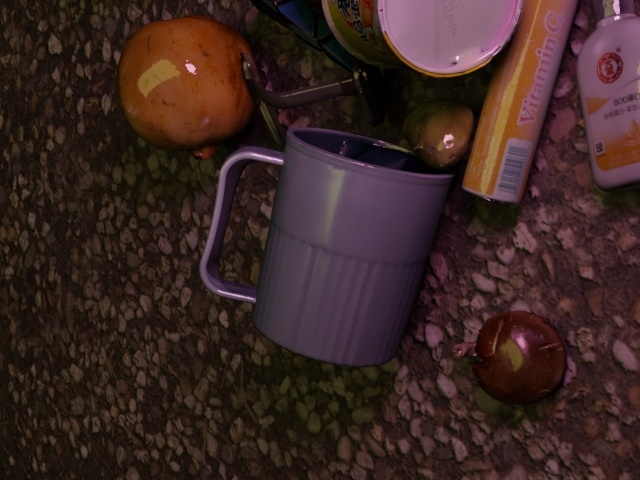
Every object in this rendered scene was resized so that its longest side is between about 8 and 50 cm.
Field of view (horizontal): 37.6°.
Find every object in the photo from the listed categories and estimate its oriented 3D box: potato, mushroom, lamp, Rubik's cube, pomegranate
[{"bbox_3d":[0.177,-0.162,1.410,0.105,0.085,0.188,-51,19,1],"label":"potato"},{"bbox_3d":[0.268,0.167,1.358,0.170,0.080,0.135,0,80,39],"label":"mushroom"},{"bbox_3d":[-0.008,-0.218,1.576,0.283,0.203,0.125,0,45,31],"label":"lamp"},{"bbox_3d":[-0.046,-0.456,1.652,0.234,0.284,0.250,2,65,63],"label":"Rubik's cube"},{"bbox_3d":[-0.240,-0.275,1.702,0.264,0.264,0.265,0,89,42],"label":"pomegranate"}]

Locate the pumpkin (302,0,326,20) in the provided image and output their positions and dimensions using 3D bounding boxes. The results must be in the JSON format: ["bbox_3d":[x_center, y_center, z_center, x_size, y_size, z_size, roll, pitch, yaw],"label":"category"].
[{"bbox_3d":[0.067,-0.491,1.461,0.221,0.139,0.317,28,93,34],"label":"pumpkin"}]

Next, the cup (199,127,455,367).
[{"bbox_3d":[0.012,0.007,1.431,0.257,0.331,0.311,37,118,56],"label":"cup"}]

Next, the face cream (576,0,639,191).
[{"bbox_3d":[0.404,-0.216,1.239,0.144,0.071,0.291,-13,81,51],"label":"face cream"}]

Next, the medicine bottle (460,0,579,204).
[{"bbox_3d":[0.292,-0.266,1.320,0.108,0.108,0.426,25,107,39],"label":"medicine bottle"}]

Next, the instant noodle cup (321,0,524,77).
[{"bbox_3d":[0.144,-0.345,1.283,0.200,0.264,0.265,-121,48,-65],"label":"instant noodle cup"}]
